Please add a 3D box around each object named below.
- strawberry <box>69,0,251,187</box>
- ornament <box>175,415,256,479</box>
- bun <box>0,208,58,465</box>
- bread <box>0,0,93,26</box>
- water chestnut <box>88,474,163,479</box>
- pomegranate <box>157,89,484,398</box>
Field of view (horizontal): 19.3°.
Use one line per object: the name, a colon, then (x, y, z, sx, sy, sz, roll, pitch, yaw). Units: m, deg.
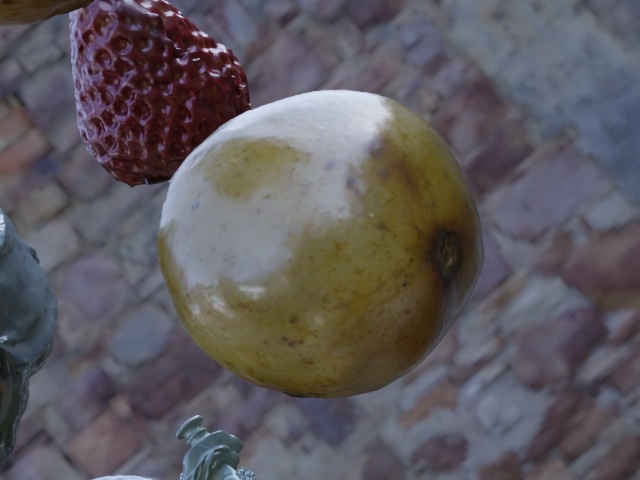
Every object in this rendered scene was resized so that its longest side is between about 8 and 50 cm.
strawberry: (-0.191, -0.188, 2.055, 0.205, 0.244, 0.205, -21, 29, 12)
ornament: (-0.090, 0.198, 1.662, 0.068, 0.092, 0.041, -62, -2, -34)
bun: (-0.391, 0.111, 1.777, 0.354, 0.194, 0.354, -36, -39, -37)
bread: (-0.244, -0.334, 1.439, 0.148, 0.337, 0.328, 4, -3, 25)
water chestnut: (-0.213, 0.361, 1.789, 0.335, 0.347, 0.335, -18, 41, 17)
pomegranate: (0.000, 0.000, 1.511, 0.260, 0.260, 0.260, -40, 0, 0)
